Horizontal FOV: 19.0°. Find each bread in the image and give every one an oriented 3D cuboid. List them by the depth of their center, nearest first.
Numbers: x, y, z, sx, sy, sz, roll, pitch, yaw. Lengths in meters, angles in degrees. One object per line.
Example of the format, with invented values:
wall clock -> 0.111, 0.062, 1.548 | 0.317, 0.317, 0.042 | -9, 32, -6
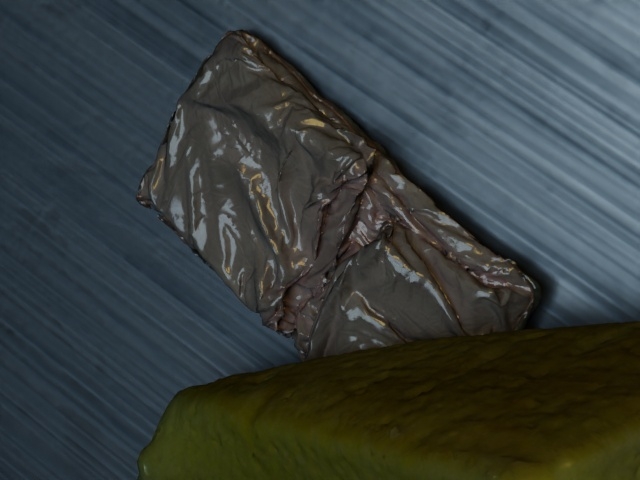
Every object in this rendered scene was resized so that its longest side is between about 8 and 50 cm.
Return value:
bread -> 0.090, 0.153, 1.054 | 0.361, 0.245, 0.233 | 12, 121, 54

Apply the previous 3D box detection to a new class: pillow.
pillow -> 0.000, 0.000, 1.105 | 0.248, 0.049, 0.135 | 43, 117, 18
